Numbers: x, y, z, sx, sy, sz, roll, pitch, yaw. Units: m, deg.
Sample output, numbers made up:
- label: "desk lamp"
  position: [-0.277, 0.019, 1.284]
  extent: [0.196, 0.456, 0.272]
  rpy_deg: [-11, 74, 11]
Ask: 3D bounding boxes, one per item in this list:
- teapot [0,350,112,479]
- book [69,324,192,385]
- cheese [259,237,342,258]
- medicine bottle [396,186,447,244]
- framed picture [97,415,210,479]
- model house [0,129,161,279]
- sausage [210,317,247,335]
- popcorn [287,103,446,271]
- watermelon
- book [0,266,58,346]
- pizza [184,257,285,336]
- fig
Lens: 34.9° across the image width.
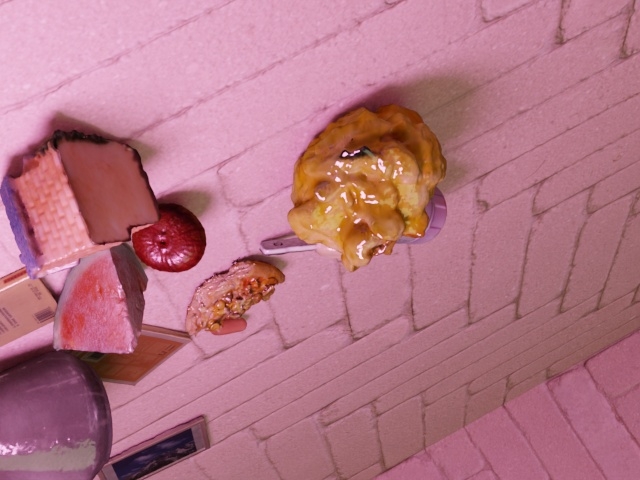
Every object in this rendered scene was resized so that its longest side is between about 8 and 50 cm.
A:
- label: "teapot"
  position: [-0.541, 0.347, 1.706]
  extent: [0.343, 0.300, 0.253]
  rpy_deg: [-6, 144, -36]
- label: "book"
  position: [-0.380, 0.218, 1.958]
  extent: [0.170, 0.018, 0.241]
  rpy_deg: [-38, 152, 17]
- label: "cheese"
  position: [0.000, 0.001, 1.908]
  extent: [0.234, 0.127, 0.050]
  rpy_deg: [-6, 117, -17]
- label: "medicine bottle"
  position: [0.144, -0.060, 1.894]
  extent: [0.135, 0.135, 0.168]
  rpy_deg: [-45, 150, 26]
- label: "framed picture"
  position: [-0.401, 0.520, 2.458]
  extent: [0.281, 0.019, 0.209]
  rpy_deg: [-24, 153, -13]
- label: "model house"
  position: [-0.347, -0.042, 1.410]
  extent: [0.172, 0.167, 0.183]
  rpy_deg: [-26, 173, 26]
- label: "sausage"
  position: [-0.187, 0.173, 2.064]
  extent: [0.083, 0.034, 0.034]
  rpy_deg: [-6, 145, -42]
- label: "popcorn"
  position: [0.077, -0.088, 1.696]
  extent: [0.286, 0.252, 0.215]
  rpy_deg: [-35, -165, 15]
- label: "watermelon"
  position: [-0.364, 0.106, 1.633]
  extent: [0.207, 0.202, 0.136]
  rpy_deg: [-47, 113, 0]
- label: "book"
  position: [-0.540, 0.132, 1.630]
  extent: [0.230, 0.026, 0.161]
  rpy_deg: [-26, 153, -10]
- label: "pizza"
  position: [-0.173, 0.114, 1.939]
  extent: [0.226, 0.069, 0.147]
  rpy_deg: [-31, 156, 0]
- label: "fig"
  position: [-0.249, 0.003, 1.638]
  extent: [0.119, 0.119, 0.153]
  rpy_deg: [-18, 176, -24]
